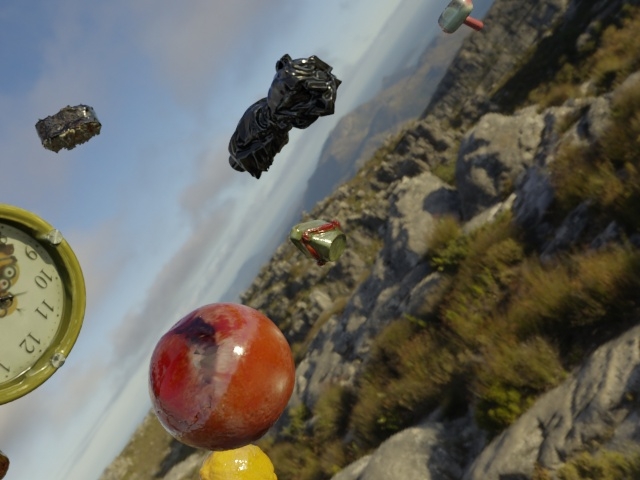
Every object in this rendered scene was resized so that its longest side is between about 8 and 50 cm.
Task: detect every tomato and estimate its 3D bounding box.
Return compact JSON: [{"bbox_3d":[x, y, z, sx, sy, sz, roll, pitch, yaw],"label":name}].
[{"bbox_3d":[-0.144,0.190,0.925,0.208,0.208,0.184,-56,-29,-5],"label":"tomato"}]

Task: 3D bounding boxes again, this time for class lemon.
[{"bbox_3d":[-0.174,0.511,1.410,0.142,0.187,0.142,-47,29,38],"label":"lemon"}]

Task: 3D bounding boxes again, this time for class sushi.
[{"bbox_3d":[-0.626,-0.279,1.625,0.150,0.078,0.090,-25,-15,-11],"label":"sushi"}]

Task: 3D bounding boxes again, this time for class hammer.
[{"bbox_3d":[0.199,-0.302,0.890,0.083,0.031,0.052,3,-40,-45],"label":"hammer"}]

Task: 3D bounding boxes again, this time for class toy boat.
[{"bbox_3d":[0.001,0.000,1.191,0.089,0.071,0.185,-69,-17,4],"label":"toy boat"}]

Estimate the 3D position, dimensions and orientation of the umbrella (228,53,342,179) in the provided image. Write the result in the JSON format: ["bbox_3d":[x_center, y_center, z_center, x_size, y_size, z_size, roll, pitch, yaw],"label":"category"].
[{"bbox_3d":[-0.074,-0.199,1.073,0.110,0.122,0.272,-16,-15,-40],"label":"umbrella"}]

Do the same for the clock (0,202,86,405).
[{"bbox_3d":[-0.388,0.073,0.748,0.057,0.237,0.237,-2,45,40],"label":"clock"}]

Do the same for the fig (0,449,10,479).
[{"bbox_3d":[-0.883,0.570,1.682,0.109,0.155,0.103,-29,28,50],"label":"fig"}]
